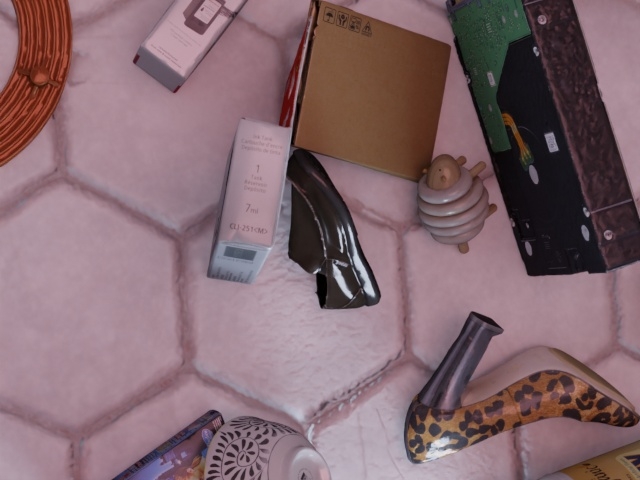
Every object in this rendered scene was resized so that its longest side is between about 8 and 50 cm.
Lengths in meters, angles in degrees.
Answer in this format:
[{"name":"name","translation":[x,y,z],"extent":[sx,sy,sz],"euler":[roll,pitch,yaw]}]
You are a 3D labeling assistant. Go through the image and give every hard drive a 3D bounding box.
[{"name":"hard drive","translation":[0.244,-0.130,1.840],"extent":[0.064,0.237,0.339],"euler":[-19,92,-14]}]

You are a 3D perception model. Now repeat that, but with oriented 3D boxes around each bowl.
[{"name":"bowl","translation":[-0.040,0.264,1.789],"extent":[0.170,0.080,0.170],"euler":[26,56,-45]}]

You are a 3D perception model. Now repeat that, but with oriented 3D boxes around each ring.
[{"name":"ring","translation":[-0.432,-0.222,1.783],"extent":[0.336,0.032,0.337],"euler":[1,87,-13]}]

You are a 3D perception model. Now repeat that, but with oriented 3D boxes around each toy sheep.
[{"name":"toy sheep","translation":[0.152,-0.040,1.893],"extent":[0.091,0.091,0.132],"euler":[-29,120,-13]}]

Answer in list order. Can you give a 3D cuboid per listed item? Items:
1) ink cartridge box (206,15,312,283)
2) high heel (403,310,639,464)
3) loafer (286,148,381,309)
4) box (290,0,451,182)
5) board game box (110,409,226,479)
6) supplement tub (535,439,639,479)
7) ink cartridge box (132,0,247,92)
[{"name":"ink cartridge box","translation":[-0.067,-0.089,1.741],"extent":[0.060,0.275,0.239],"euler":[9,81,-5]},{"name":"high heel","translation":[0.227,0.210,1.916],"extent":[0.261,0.093,0.186],"euler":[27,100,-20]},{"name":"loafer","translation":[0.000,0.000,1.821],"extent":[0.078,0.080,0.220],"euler":[-26,124,-2]},{"name":"box","translation":[0.056,-0.163,1.861],"extent":[0.201,0.021,0.164],"euler":[13,86,-39]},{"name":"board game box","translation":[-0.168,0.309,1.813],"extent":[0.194,0.060,0.194],"euler":[-20,93,-13]},{"name":"supplement tub","translation":[0.357,0.342,1.853],"extent":[0.316,0.228,0.228],"euler":[-18,92,-14]},{"name":"ink cartridge box","translation":[-0.132,-0.242,1.816],"extent":[0.063,0.109,0.150],"euler":[37,80,-6]}]
